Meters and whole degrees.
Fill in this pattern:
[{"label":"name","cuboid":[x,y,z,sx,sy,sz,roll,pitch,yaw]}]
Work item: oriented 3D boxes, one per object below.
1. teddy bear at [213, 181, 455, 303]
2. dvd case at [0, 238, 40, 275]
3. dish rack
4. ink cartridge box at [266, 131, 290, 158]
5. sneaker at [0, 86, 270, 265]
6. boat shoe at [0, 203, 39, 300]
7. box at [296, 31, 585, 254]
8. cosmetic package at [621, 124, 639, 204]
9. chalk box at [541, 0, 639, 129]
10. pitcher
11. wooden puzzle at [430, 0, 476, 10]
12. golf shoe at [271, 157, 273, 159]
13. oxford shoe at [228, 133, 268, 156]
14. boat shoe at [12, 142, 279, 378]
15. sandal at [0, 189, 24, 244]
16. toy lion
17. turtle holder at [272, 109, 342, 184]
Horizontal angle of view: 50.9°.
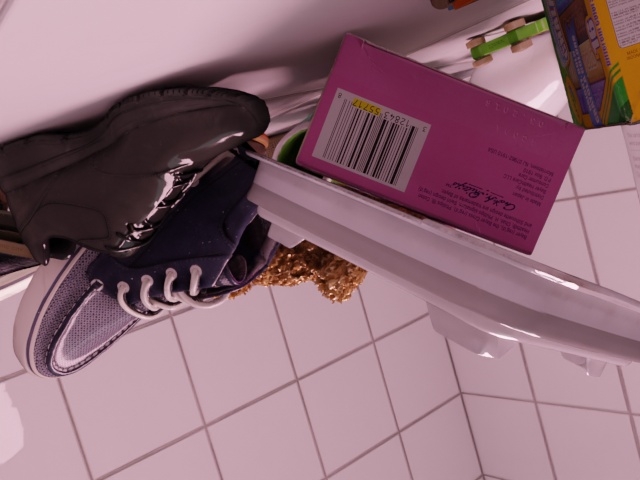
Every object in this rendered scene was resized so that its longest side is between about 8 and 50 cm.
[{"label":"teddy bear","cuboid":[0.000,0.000,0.841,0.338,0.113,0.245,-21,-157,-31]},{"label":"dvd case","cuboid":[-0.412,0.001,0.686,0.221,0.018,0.165,16,163,-39]},{"label":"dish rack","cuboid":[0.105,0.023,0.572,0.286,0.072,0.333,16,-172,-43]},{"label":"ink cartridge box","cuboid":[-0.032,-0.118,1.433,0.193,0.234,0.088,-16,-174,-13]},{"label":"sneaker","cuboid":[-0.164,-0.055,0.604,0.286,0.130,0.109,-15,-177,26]},{"label":"boat shoe","cuboid":[-0.512,0.011,1.044,0.187,0.156,0.500,-13,-167,46]},{"label":"box","cuboid":[0.097,-0.088,0.665,0.214,0.117,0.243,21,-174,-2]},{"label":"cosmetic package","cuboid":[0.645,-0.210,0.882,0.394,0.327,0.329,-16,-175,7]},{"label":"chalk box","cuboid":[0.256,-0.166,0.519,0.132,0.132,0.213,-16,-174,11]},{"label":"pitcher","cuboid":[0.306,-0.232,0.912,0.178,0.125,0.207,-36,-178,-26]},{"label":"wooden puzzle","cuboid":[0.113,-0.181,0.478,0.079,0.014,0.116,-14,-174,21]},{"label":"golf shoe","cuboid":[-0.003,-0.178,1.283,0.306,0.140,0.115,-14,-138,16]},{"label":"oxford shoe","cuboid":[-0.195,-0.068,0.858,0.130,0.132,0.364,-11,-173,42]},{"label":"boat shoe","cuboid":[-0.168,0.033,0.689,0.340,0.158,0.127,-55,151,2]},{"label":"sandal","cuboid":[-0.418,-0.028,0.821,0.120,0.086,0.303,17,172,-35]},{"label":"toy lion","cuboid":[0.233,-0.237,0.773,0.096,0.034,0.100,-27,-170,-28]},{"label":"turtle holder","cuboid":[0.074,-0.110,1.036,0.227,0.243,0.320,2,-178,-43]}]
